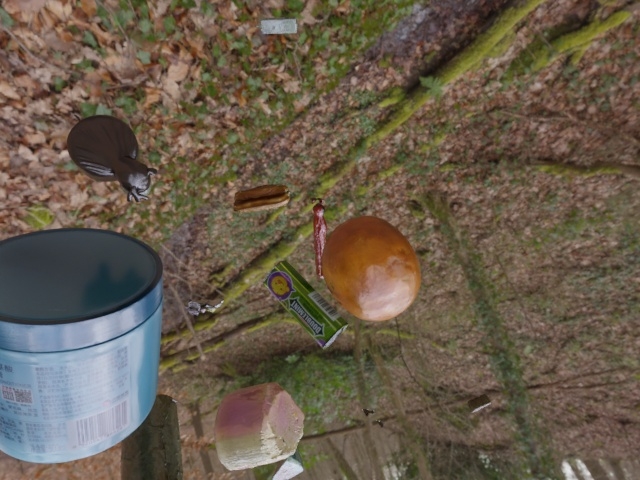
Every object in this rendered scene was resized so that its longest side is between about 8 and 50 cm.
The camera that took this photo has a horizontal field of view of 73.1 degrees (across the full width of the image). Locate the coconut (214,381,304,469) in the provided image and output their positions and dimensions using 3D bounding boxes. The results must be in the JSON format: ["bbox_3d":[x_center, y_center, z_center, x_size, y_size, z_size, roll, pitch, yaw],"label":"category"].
[{"bbox_3d":[-0.187,0.531,1.227,0.245,0.233,0.233,-21,163,25],"label":"coconut"}]

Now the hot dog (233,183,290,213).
[{"bbox_3d":[-0.248,-0.176,1.797,0.269,0.115,0.072,-5,169,23],"label":"hot dog"}]

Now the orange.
[{"bbox_3d":[0.127,0.074,1.139,0.226,0.284,0.284,-29,161,-17],"label":"orange"}]

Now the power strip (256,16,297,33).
[{"bbox_3d":[-0.142,-0.705,1.416,0.136,0.019,0.051,0,146,5],"label":"power strip"}]

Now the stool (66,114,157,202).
[{"bbox_3d":[-0.411,-0.159,0.871,0.125,0.217,0.121,-46,180,-19],"label":"stool"}]

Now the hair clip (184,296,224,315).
[{"bbox_3d":[-0.392,0.209,1.422,0.116,0.049,0.172,6,180,2],"label":"hair clip"}]

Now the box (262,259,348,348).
[{"bbox_3d":[-0.060,0.238,1.612,0.134,0.345,0.097,-52,162,21],"label":"box"}]

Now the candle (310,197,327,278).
[{"bbox_3d":[0.000,0.000,1.591,0.048,0.051,0.329,-19,120,-29],"label":"candle"}]

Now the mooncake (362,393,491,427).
[{"bbox_3d":[0.280,0.467,1.175,0.346,0.057,0.150,-8,147,10],"label":"mooncake"}]

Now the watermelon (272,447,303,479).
[{"bbox_3d":[-0.098,0.679,1.324,0.094,0.081,0.180,-31,171,11],"label":"watermelon"}]

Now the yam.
[{"bbox_3d":[-0.458,0.597,1.181,0.168,0.304,0.168,-13,134,-14],"label":"yam"}]

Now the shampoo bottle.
[{"bbox_3d":[-0.492,0.199,0.862,0.331,0.331,0.343,-9,122,-37],"label":"shampoo bottle"}]
